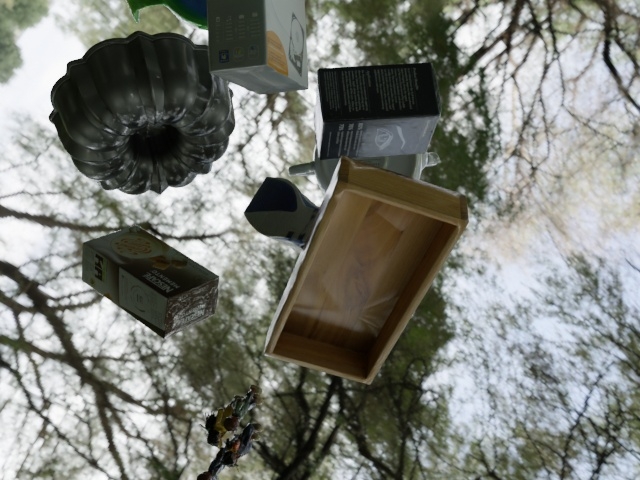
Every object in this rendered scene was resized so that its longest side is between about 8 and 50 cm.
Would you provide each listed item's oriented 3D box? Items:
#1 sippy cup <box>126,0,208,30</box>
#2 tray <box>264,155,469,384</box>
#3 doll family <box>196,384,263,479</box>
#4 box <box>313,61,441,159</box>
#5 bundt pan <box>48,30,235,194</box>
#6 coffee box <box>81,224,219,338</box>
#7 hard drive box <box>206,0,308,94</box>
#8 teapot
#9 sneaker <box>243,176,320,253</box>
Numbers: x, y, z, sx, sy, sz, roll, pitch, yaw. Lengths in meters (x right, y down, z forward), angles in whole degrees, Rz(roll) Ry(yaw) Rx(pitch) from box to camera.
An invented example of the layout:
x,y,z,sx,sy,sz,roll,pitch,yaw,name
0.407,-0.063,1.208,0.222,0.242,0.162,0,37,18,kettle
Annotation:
x,y,z,sx,sy,sz,roll,pitch,yaw,name
-0.229,-0.532,1.543,0.224,0.305,0.240,-158,-100,-76,sippy cup
0.060,0.065,1.243,0.076,0.202,0.411,-83,-167,-48,tray
-0.149,0.324,1.227,0.076,0.193,0.111,12,-150,20,doll family
0.096,-0.227,1.347,0.153,0.207,0.108,100,-15,-70,box
-0.298,-0.197,1.328,0.331,0.331,0.124,-37,-124,23,bundt pan
-0.337,0.076,1.494,0.246,0.141,0.098,29,-57,29,coffee box
-0.091,-0.347,1.112,0.089,0.181,0.232,-3,-90,18,hard drive box
0.098,-0.171,1.677,0.252,0.256,0.187,-51,180,1,teapot
0.001,0.000,1.515,0.315,0.182,0.127,25,-106,34,sneaker
